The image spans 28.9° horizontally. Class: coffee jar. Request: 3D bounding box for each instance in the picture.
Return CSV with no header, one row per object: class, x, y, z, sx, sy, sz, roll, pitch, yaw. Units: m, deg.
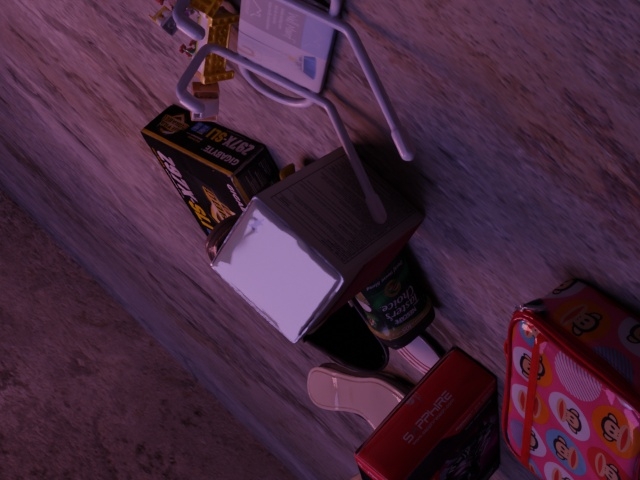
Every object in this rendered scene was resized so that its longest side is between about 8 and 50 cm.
coffee jar,0.092,0.067,1.754,0.079,0.096,0.184,33,160,49

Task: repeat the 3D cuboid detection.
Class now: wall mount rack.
wall mount rack,-0.020,-0.172,1.427,0.304,0.130,0.350,27,162,3

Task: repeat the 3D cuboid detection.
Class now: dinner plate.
dinner plate,0.154,0.171,1.976,0.141,0.017,0.141,39,161,17

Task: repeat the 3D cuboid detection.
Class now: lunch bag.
lunch bag,0.310,0.188,1.456,0.258,0.120,0.293,42,152,35

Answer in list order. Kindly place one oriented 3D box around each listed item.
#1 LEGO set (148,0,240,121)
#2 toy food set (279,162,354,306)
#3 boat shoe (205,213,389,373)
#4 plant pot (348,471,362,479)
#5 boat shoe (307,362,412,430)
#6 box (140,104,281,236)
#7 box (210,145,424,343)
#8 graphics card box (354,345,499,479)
LEGO set,-0.180,-0.282,1.558,0.107,0.132,0.287,43,171,37
toy food set,0.016,-0.026,1.785,0.218,0.071,0.128,61,-179,-35
boat shoe,-0.016,0.082,1.878,0.355,0.132,0.130,36,-179,-27
plant pot,0.184,0.567,2.363,0.305,0.334,0.334,50,165,20
boat shoe,0.107,0.282,2.242,0.335,0.095,0.112,15,110,52
box,-0.129,-0.053,2.014,0.257,0.079,0.322,30,157,44
box,0.000,0.000,1.549,0.148,0.232,0.127,42,125,10
graphics card box,0.177,0.348,1.966,0.094,0.233,0.371,36,159,25
